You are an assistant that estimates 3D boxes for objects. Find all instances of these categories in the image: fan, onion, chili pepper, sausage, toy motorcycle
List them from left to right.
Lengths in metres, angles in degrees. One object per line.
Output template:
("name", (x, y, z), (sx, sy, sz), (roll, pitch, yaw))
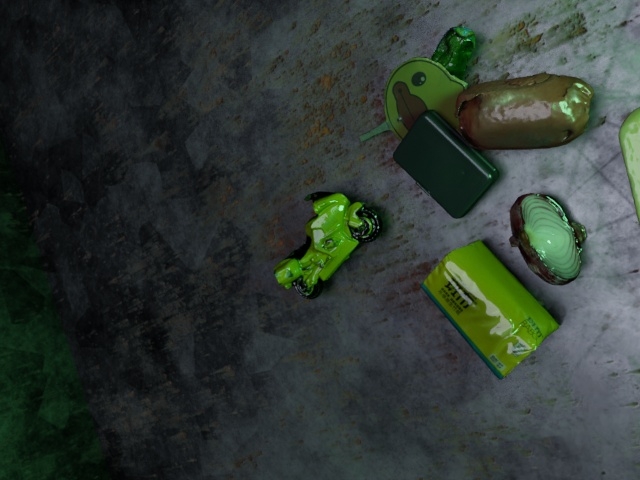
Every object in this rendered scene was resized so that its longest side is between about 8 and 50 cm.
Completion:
("toy motorcycle", (-0.001, 0.000, 1.612), (0.342, 0.142, 0.206), (-48, 69, 28))
("fan", (0.213, -0.300, 1.459), (0.335, 0.011, 0.230), (-21, 99, 46))
("chili pepper", (0.289, -0.378, 1.397), (0.098, 0.061, 0.224), (34, 134, 23))
("sausage", (0.420, -0.266, 1.271), (0.279, 0.152, 0.152), (1, 98, 31))
("onion", (0.480, 0.001, 1.308), (0.098, 0.151, 0.206), (129, 128, -65))

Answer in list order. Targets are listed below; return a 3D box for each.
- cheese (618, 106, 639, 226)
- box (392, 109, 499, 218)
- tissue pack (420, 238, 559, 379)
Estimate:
("cheese", (0.720, -0.053, 1.126), (0.383, 0.104, 0.384), (6, 101, 34))
("box", (0.287, -0.177, 1.413), (0.230, 0.050, 0.160), (47, 134, 14))
("tissue pack", (0.375, 0.141, 1.342), (0.271, 0.192, 0.134), (50, 122, 17))
